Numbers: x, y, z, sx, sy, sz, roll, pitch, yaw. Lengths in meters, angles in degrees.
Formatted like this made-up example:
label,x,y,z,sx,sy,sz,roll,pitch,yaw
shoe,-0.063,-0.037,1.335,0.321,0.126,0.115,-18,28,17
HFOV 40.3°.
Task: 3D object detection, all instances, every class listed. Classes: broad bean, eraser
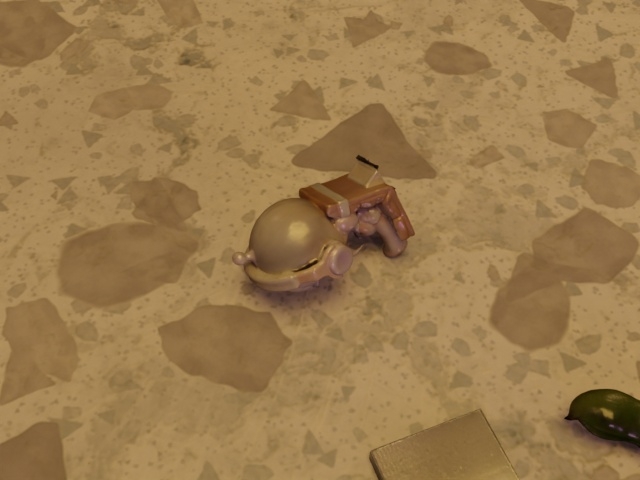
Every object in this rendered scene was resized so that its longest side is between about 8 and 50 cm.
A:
label,x,y,z,sx,sy,sz,roll,pitch,yaw
broad bean,0.447,0.228,1.043,0.317,0.056,0.098,5,49,-4
eraser,0.146,0.270,1.022,0.150,0.023,0.104,-18,57,-13

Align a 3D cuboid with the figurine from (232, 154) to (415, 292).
label,x,y,z,sx,sy,sz,roll,pitch,yaw
figurine,-0.002,-0.003,1.157,0.236,0.141,0.162,-30,33,-18
